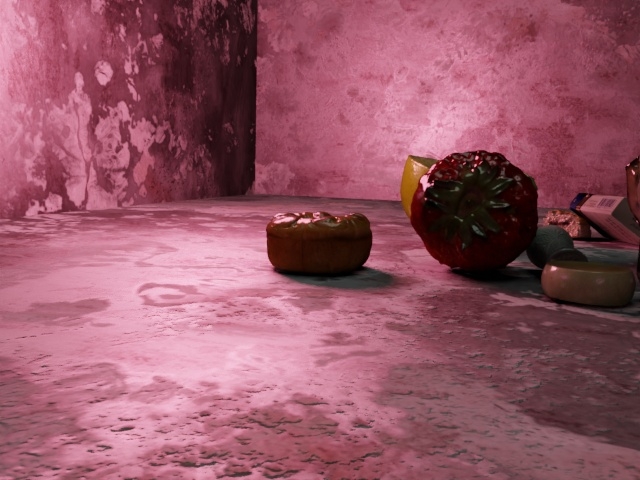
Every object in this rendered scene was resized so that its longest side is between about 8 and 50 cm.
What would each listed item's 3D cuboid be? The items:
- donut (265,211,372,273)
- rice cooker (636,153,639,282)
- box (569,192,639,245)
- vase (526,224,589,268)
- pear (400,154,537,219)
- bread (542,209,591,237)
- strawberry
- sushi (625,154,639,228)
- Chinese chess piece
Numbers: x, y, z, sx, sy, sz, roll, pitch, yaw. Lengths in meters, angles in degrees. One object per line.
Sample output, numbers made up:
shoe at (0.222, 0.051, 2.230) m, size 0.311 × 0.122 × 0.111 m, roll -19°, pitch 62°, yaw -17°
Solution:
donut at (-0.002, 0.000, 1.270) m, size 0.226 × 0.114 × 0.226 m, roll 1°, pitch 8°, yaw 0°
rice cooker at (0.667, -0.051, 0.967) m, size 0.335 × 0.325 × 0.335 m, roll 1°, pitch 8°, yaw 0°
box at (0.858, -0.064, 1.837) m, size 0.168 × 0.071 × 0.259 m, roll 37°, pitch 5°, yaw -8°
vase at (0.459, 0.033, 1.217) m, size 0.096 × 0.096 × 0.219 m, roll 3°, pitch 11°, yaw 11°
pear at (0.394, -0.081, 1.612) m, size 0.342 × 0.238 × 0.318 m, roll 6°, pitch 18°, yaw -12°
bread at (0.753, -0.048, 1.916) m, size 0.125 × 0.082 × 0.106 m, roll 13°, pitch 11°, yaw 44°
strawberry at (0.320, -0.051, 1.303) m, size 0.257 × 0.257 × 0.277 m, roll 3°, pitch -13°, yaw 13°
sushi at (0.855, -0.084, 1.365) m, size 0.294 × 0.299 × 0.281 m, roll -2°, pitch -11°, yaw -42°
Chinese chess piece at (0.440, 0.071, 1.038) m, size 0.144 × 0.058 × 0.144 m, roll 3°, pitch 7°, yaw 0°
